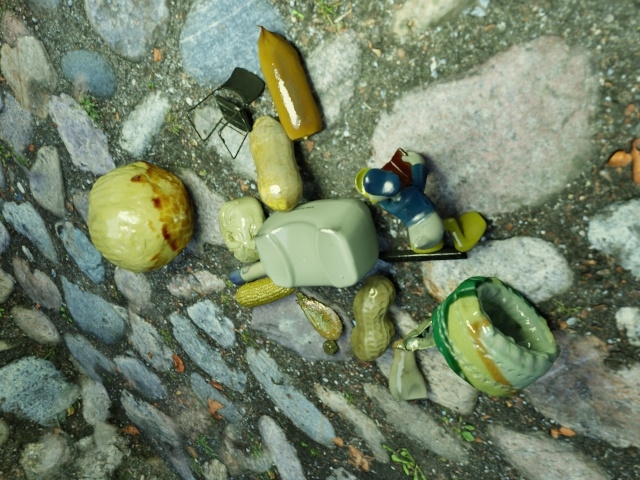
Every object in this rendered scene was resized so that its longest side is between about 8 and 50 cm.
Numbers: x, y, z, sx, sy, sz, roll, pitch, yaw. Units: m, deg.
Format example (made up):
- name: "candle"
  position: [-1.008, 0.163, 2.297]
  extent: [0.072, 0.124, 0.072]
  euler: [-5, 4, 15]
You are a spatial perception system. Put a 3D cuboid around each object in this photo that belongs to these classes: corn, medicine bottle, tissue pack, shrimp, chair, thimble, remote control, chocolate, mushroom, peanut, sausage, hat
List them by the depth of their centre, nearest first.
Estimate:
- name: "thimble"
  position: [0.425, 0.232, 1.039]
  extent: [0.288, 0.254, 0.167]
  euler: [34, 128, -1]
- name: "sausage"
  position: [-0.093, -0.435, 1.159]
  extent: [0.112, 0.112, 0.329]
  euler: [-14, 103, 35]
- name: "remote control"
  position: [0.276, 0.043, 1.173]
  extent: [0.245, 0.063, 0.025]
  euler: [-4, 68, 32]
- name: "hat"
  position: [0.308, 0.252, 1.205]
  extent: [0.122, 0.081, 0.166]
  euler: [8, 141, -8]
- name: "chocolate"
  position: [-0.128, -0.219, 1.213]
  extent: [0.134, 0.134, 0.310]
  euler: [-34, 61, 37]
- name: "tissue pack"
  position: [0.000, 0.000, 1.221]
  extent: [0.332, 0.236, 0.230]
  euler: [-4, 118, 33]
- name: "peanut"
  position: [0.163, 0.238, 1.290]
  extent: [0.136, 0.120, 0.299]
  euler: [4, 114, 5]
- name: "chair"
  position: [-0.267, -0.391, 1.292]
  extent: [0.140, 0.221, 0.145]
  euler: [32, 167, 16]
- name: "mushroom"
  position: [0.263, 0.410, 1.326]
  extent: [0.116, 0.093, 0.226]
  euler: [-11, 96, 12]
- name: "shrimp"
  position: [-0.005, 0.245, 1.440]
  extent: [0.217, 0.051, 0.115]
  euler: [48, 121, 6]
- name: "corn"
  position: [-0.194, 0.178, 1.502]
  extent: [0.260, 0.091, 0.091]
  euler: [-20, 102, 35]
- name: "medicine bottle"
  position: [-0.229, 0.107, 1.510]
  extent: [0.230, 0.059, 0.059]
  euler: [-20, 99, 36]

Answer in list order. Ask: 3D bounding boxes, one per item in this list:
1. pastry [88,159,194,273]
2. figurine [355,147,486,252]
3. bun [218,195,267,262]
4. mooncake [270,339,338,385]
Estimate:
- name: "pastry"
  position: [-0.601, -0.082, 1.480]
  extent: [0.312, 0.389, 0.389]
  euler: [-4, 112, 0]
- name: "figurine"
  position: [0.213, -0.119, 1.023]
  extent: [0.204, 0.338, 0.284]
  euler: [-29, 59, 31]
- name: "bun"
  position: [-0.259, -0.031, 1.419]
  extent: [0.229, 0.145, 0.230]
  euler: [13, 119, 24]
- name: "mooncake"
  position: [-0.062, 0.447, 1.567]
  extent: [0.150, 0.057, 0.347]
  euler: [46, 122, 23]
